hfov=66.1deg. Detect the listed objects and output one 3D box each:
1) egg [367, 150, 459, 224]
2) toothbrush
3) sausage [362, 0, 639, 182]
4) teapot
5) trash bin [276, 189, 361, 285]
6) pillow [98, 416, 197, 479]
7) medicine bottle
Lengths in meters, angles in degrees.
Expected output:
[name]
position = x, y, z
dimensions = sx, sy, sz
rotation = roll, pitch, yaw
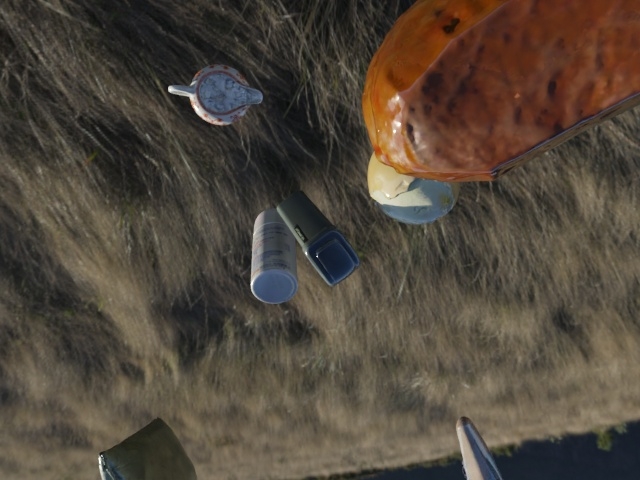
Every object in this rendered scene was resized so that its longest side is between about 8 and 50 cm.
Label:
[egg]
position = 0.208, -0.150, 1.131
dimensions = 0.201, 0.244, 0.201
rotation = -5, 143, -4
[toothbrush]
position = 0.180, 0.283, 0.429
dimensions = 0.037, 0.028, 0.375
rotation = -9, 119, 37
[sausage]
position = 0.151, -0.143, 0.363
dimensions = 0.268, 0.141, 0.153
rotation = -31, 108, 20
[teapot]
position = -0.286, -0.397, 1.342
dimensions = 0.246, 0.116, 0.159
rotation = -3, 108, -11
[trash bin]
position = 0.000, 0.000, 1.207
dimensions = 0.101, 0.236, 0.176
rotation = -38, 139, 1
[pillow]
position = -0.316, 0.447, 0.932
dimensions = 0.075, 0.184, 0.302
rotation = -29, 172, -3
[medicine bottle]
position = -0.138, 0.027, 1.466
dimensions = 0.131, 0.340, 0.130
rotation = -3, 127, -4
